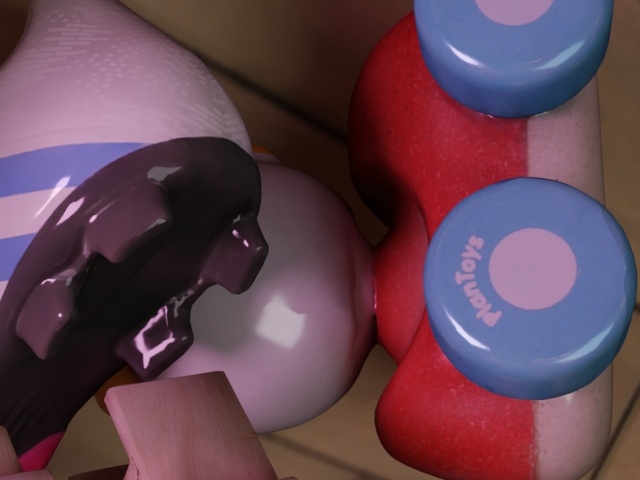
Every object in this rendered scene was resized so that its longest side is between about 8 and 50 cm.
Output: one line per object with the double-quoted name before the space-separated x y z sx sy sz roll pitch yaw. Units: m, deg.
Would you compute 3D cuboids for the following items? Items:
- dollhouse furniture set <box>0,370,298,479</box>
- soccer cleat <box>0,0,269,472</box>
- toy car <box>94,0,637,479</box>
"dollhouse furniture set" -0.193 0.215 0.464 0.355 0.174 0.303 -5 141 -34
"soccer cleat" -0.156 0.044 0.563 0.331 0.143 0.116 -44 146 14
"toy car" 0.000 0.000 0.617 0.238 0.219 0.210 -3 71 6
